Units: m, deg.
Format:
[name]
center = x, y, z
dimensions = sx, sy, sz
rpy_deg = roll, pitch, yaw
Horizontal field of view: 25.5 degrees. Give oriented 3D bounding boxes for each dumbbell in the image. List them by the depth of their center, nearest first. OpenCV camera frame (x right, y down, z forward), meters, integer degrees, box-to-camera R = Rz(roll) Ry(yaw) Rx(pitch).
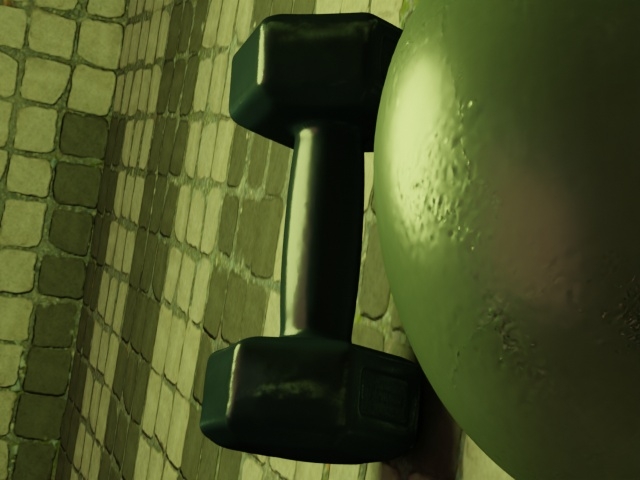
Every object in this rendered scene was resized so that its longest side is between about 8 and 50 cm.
[dumbbell]
center = 0.001, 0.000, 1.018
dimensions = 0.143, 0.157, 0.316
rpy_deg = 55, -143, -72

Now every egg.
[egg]
center = 0.122, -0.018, 0.551
dimensions = 0.282, 0.203, 0.203
rpy_deg = -97, 23, -45
